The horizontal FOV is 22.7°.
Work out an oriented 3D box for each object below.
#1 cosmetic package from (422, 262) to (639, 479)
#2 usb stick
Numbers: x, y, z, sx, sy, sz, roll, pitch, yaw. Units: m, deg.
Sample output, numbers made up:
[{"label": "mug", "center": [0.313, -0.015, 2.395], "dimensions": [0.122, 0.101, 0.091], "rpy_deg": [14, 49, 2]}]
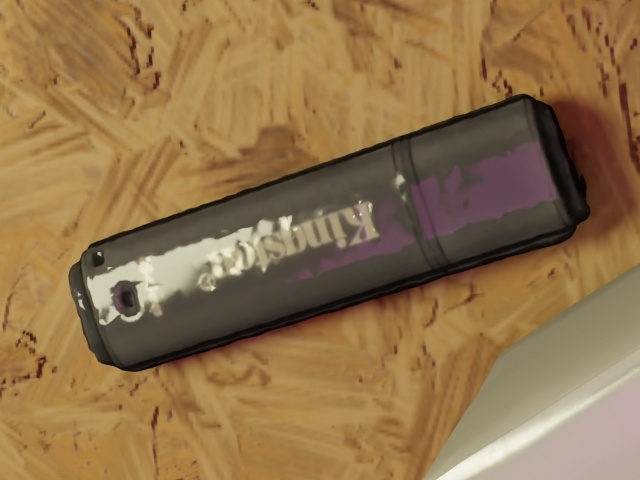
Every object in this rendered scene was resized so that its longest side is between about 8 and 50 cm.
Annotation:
[{"label": "cosmetic package", "center": [0.252, 0.222, 0.704], "dimensions": [0.161, 0.230, 0.453], "rpy_deg": [-35, 89, 19]}, {"label": "usb stick", "center": [0.000, 0.000, 0.824], "dimensions": [0.278, 0.045, 0.077], "rpy_deg": [-18, 96, 18]}]
